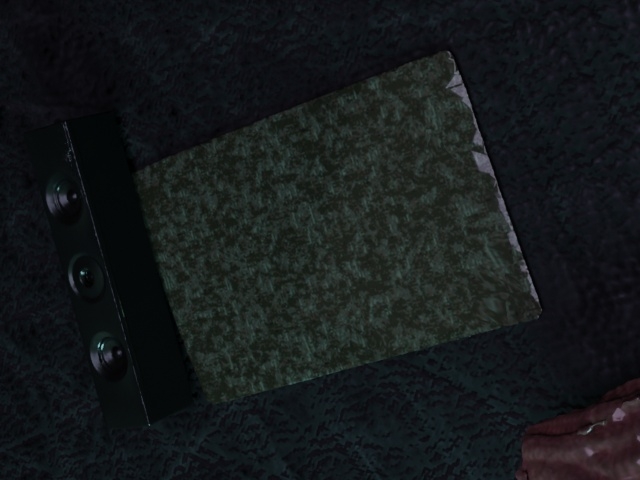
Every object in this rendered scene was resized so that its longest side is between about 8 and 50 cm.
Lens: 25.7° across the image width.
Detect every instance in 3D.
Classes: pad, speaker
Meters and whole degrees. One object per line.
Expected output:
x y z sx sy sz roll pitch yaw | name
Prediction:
0.000 0.000 0.821 0.235 0.003 0.158 -19 92 29 | pad
-0.129 0.019 0.866 0.040 0.046 0.191 -12 95 38 | speaker

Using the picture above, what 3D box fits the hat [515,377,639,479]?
0.246 0.154 0.670 0.286 0.107 0.236 -30 77 30 | hat
